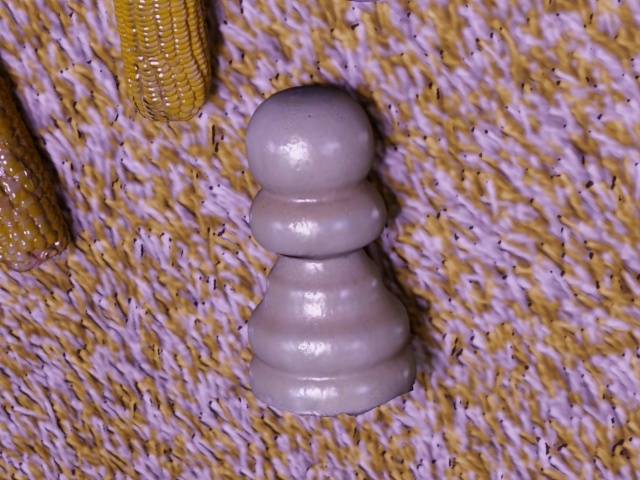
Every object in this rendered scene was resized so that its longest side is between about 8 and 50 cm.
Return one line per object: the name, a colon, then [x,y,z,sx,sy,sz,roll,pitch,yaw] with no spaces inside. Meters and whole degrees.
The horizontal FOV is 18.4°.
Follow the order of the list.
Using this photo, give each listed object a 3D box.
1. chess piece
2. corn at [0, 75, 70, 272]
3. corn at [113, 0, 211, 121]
chess piece: [0.000,0.000,1.523,0.133,0.133,0.243,4,110,25]
corn: [-0.299,-0.121,1.618,0.097,0.097,0.320,-13,111,31]
corn: [-0.121,-0.175,1.490,0.072,0.072,0.203,14,137,20]
